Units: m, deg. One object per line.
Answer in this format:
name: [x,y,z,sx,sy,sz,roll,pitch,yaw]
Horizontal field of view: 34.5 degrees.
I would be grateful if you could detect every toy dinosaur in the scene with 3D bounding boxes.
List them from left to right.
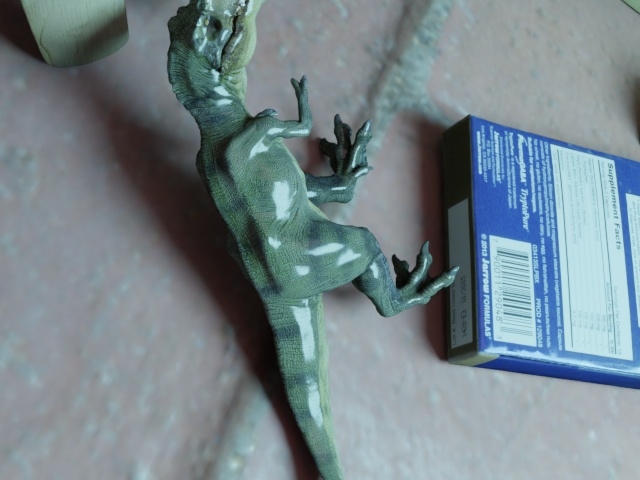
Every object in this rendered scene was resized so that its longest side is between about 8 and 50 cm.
toy dinosaur: [0.000,0.000,0.495,0.118,0.064,0.268,-25,101,-46]

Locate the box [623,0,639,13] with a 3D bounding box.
box: [0.248,-0.220,0.606,0.243,0.213,0.117,32,83,-15]

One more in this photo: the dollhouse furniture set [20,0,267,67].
dollhouse furniture set: [-0.065,-0.215,0.521,0.242,0.161,0.212,-20,82,-10]

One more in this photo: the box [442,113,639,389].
box: [0.173,0.017,0.600,0.225,0.036,0.136,10,68,-24]
